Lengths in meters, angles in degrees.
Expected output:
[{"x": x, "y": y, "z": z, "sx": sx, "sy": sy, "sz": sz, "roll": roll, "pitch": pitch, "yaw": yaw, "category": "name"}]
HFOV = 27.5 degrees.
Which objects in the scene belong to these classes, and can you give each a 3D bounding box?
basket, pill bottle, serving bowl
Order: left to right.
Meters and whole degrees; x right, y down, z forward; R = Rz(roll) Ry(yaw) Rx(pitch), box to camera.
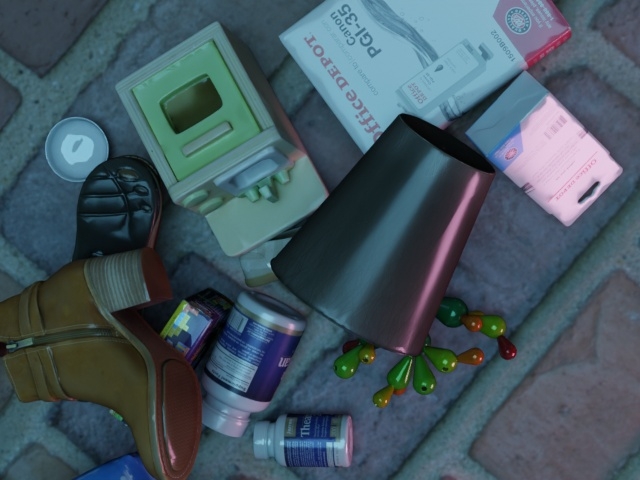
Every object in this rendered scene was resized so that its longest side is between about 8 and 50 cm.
[{"x": -0.308, "y": -0.116, "z": 1.672, "sx": 0.083, "sy": 0.027, "sz": 0.083, "roll": 1, "pitch": 95, "yaw": 7, "category": "serving bowl"}, {"x": -0.092, "y": 0.156, "z": 1.634, "sx": 0.094, "sy": 0.094, "sz": 0.169, "roll": 26, "pitch": 98, "yaw": 5, "category": "pill bottle"}, {"x": -0.021, "y": 0.251, "z": 1.646, "sx": 0.120, "sy": 0.067, "sz": 0.067, "roll": 0, "pitch": 95, "yaw": 7, "category": "pill bottle"}, {"x": 0.087, "y": -0.015, "z": 1.484, "sx": 0.204, "sy": 0.154, "sz": 0.227, "roll": 32, "pitch": 106, "yaw": -1, "category": "basket"}]

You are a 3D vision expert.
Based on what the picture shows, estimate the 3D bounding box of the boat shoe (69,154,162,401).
[{"x": -0.261, "y": 0.044, "z": 1.636, "sx": 0.123, "sy": 0.120, "sz": 0.324, "roll": 19, "pitch": 106, "yaw": -2, "category": "boat shoe"}]

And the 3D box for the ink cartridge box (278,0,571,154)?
[{"x": 0.124, "y": -0.242, "z": 1.559, "sx": 0.283, "sy": 0.117, "sz": 0.207, "roll": -36, "pitch": 90, "yaw": 9, "category": "ink cartridge box"}]

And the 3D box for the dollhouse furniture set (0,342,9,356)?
[{"x": -0.535, "y": 0.222, "z": 1.560, "sx": 0.152, "sy": 0.374, "sz": 0.201, "roll": 20, "pitch": 99, "yaw": 10, "category": "dollhouse furniture set"}]

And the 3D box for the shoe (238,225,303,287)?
[{"x": 0.000, "y": 0.000, "z": 1.617, "sx": 0.219, "sy": 0.076, "sz": 0.058, "roll": -18, "pitch": 97, "yaw": 11, "category": "shoe"}]

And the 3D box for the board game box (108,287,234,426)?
[{"x": -0.180, "y": 0.145, "z": 1.621, "sx": 0.048, "sy": 0.141, "sz": 0.170, "roll": 35, "pitch": 99, "yaw": 4, "category": "board game box"}]

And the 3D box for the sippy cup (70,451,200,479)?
[{"x": -0.242, "y": 0.392, "z": 1.620, "sx": 0.305, "sy": 0.240, "sz": 0.224, "roll": -28, "pitch": 80, "yaw": 0, "category": "sippy cup"}]

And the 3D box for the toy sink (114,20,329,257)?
[{"x": -0.117, "y": -0.117, "z": 1.570, "sx": 0.153, "sy": 0.131, "sz": 0.234, "roll": -30, "pitch": 77, "yaw": 9, "category": "toy sink"}]

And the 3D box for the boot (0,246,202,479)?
[{"x": -0.266, "y": 0.162, "z": 1.516, "sx": 0.220, "sy": 0.109, "sz": 0.283, "roll": -19, "pitch": 82, "yaw": 20, "category": "boot"}]

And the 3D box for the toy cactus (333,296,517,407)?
[{"x": 0.118, "y": 0.103, "z": 1.613, "sx": 0.219, "sy": 0.112, "sz": 0.180, "roll": -17, "pitch": 74, "yaw": 11, "category": "toy cactus"}]

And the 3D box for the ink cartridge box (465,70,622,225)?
[{"x": 0.268, "y": -0.105, "z": 1.555, "sx": 0.104, "sy": 0.060, "sz": 0.180, "roll": -46, "pitch": 130, "yaw": 9, "category": "ink cartridge box"}]
